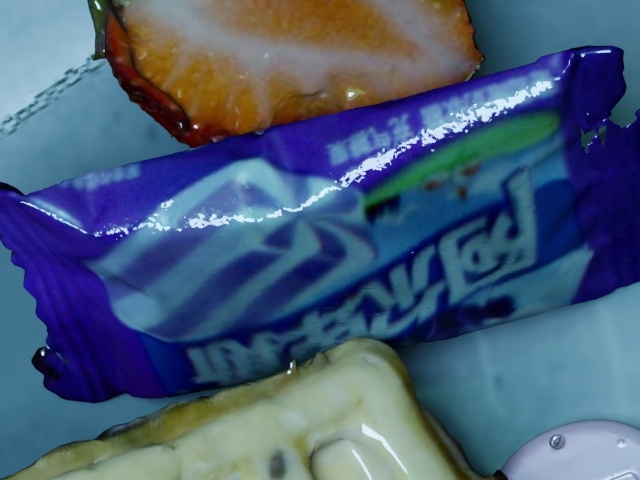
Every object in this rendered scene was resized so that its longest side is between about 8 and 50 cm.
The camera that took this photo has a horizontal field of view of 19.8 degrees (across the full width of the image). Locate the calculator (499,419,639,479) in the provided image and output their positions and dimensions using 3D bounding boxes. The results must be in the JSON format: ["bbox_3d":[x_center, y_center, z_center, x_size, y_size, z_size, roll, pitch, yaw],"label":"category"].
[{"bbox_3d":[0.121,0.150,0.715,0.103,0.024,0.166,-23,71,6],"label":"calculator"}]

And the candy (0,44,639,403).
[{"bbox_3d":[0.000,0.000,0.722,0.275,0.145,0.070,-12,53,9],"label":"candy"}]

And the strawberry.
[{"bbox_3d":[-0.008,-0.094,0.769,0.187,0.082,0.147,23,79,27],"label":"strawberry"}]

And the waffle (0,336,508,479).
[{"bbox_3d":[0.001,0.235,0.609,0.261,0.114,0.376,-16,67,-36],"label":"waffle"}]
